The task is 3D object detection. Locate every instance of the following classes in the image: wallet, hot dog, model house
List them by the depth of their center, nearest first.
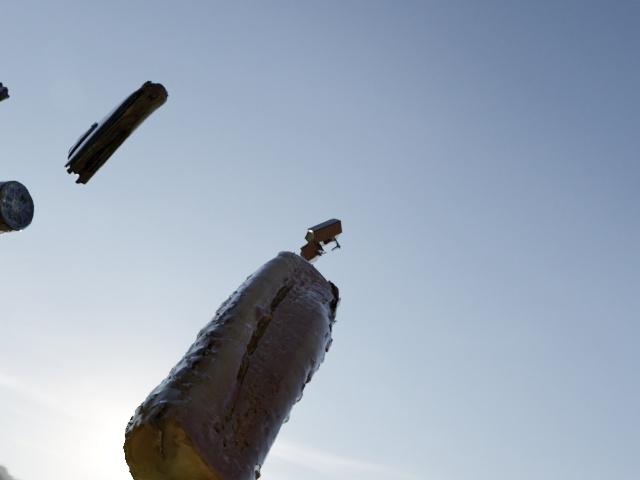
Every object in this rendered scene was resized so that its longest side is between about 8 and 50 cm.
[{"bbox_3d":[-0.044,0.078,0.426,0.083,0.289,0.068,36,-69,1],"label":"hot dog"},{"bbox_3d":[-0.302,-0.170,0.932,0.044,0.169,0.317,47,-4,-22],"label":"wallet"},{"bbox_3d":[0.000,0.000,1.132,0.057,0.083,0.058,61,-26,17],"label":"model house"}]

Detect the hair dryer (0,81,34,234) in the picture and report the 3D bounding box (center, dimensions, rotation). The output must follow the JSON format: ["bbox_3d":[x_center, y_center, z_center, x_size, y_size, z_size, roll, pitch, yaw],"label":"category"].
[{"bbox_3d":[-0.292,-0.069,0.510,0.196,0.219,0.075,-7,-45,15],"label":"hair dryer"}]
